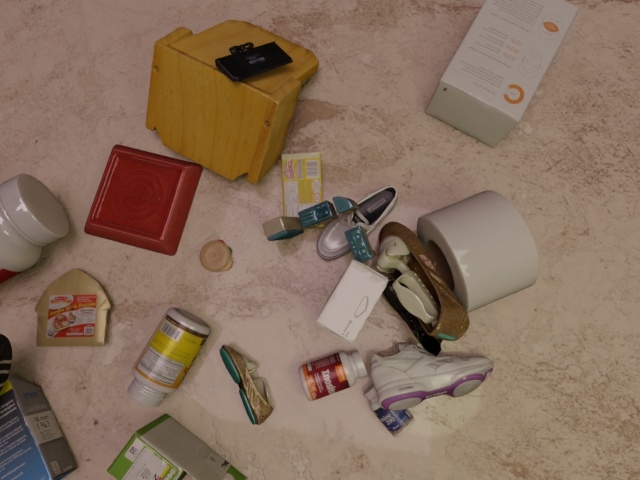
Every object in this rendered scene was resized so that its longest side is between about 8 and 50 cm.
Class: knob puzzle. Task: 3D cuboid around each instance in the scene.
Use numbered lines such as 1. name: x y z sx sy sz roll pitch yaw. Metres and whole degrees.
1. knob puzzle: -0.622 0.169 1.100 0.213 0.030 0.213 0 81 2

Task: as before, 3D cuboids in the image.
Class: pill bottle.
1. pill bottle: 0.159 0.396 1.026 0.067 0.067 0.120 -40 82 -6
2. pill bottle: -0.363 0.277 1.032 0.117 0.117 0.215 29 82 6
3. pill bottle: -0.841 0.011 1.030 0.407 0.229 0.229 -29 81 -3
4. pill bottle: 0.030 0.317 1.033 0.152 0.086 0.086 -20 80 -2

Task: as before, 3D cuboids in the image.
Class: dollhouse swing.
1. dollhouse swing: -0.217 -0.387 1.167 0.346 0.305 0.315 27 122 8

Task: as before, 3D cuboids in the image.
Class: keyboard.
1. keyboard: -0.163 -0.432 1.031 0.180 0.023 0.108 -33 73 -32

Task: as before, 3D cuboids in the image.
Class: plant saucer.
1. plant saucer: -0.472 -0.115 1.138 0.258 0.048 0.259 14 80 3

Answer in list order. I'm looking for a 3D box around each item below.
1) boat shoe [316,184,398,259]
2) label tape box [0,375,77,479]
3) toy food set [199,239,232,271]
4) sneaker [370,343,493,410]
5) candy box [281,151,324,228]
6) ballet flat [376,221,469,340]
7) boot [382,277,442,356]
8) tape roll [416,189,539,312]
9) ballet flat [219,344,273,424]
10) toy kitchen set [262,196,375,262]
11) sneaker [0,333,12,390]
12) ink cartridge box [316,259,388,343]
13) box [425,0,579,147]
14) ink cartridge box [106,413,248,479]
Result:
1. boat shoe: 0.091 -0.053 1.096 0.258 0.084 0.095 -44 82 -6
2. label tape box: -0.767 0.461 1.013 0.240 0.106 0.334 -32 78 -4
3. toy food set: -0.271 0.039 1.120 0.083 0.020 0.083 -6 80 0
4. sneaker: 0.262 0.294 1.017 0.305 0.114 0.152 -5 44 -16
5. candy box: -0.047 -0.131 1.142 0.105 0.027 0.206 -3 80 5
6. ballet flat: 0.202 0.082 0.993 0.124 0.116 0.342 1 48 -37
7. boot: 0.218 0.175 1.021 0.198 0.137 0.077 41 105 9
8. tape roll: 0.351 0.027 0.998 0.169 0.246 0.246 -23 81 -3
9. ballet flat: -0.176 0.340 1.053 0.067 0.073 0.206 -22 82 -30
10. toy kitchen set: 0.000 0.000 1.019 0.207 0.122 0.166 -22 85 18
11. sneaker: -0.795 0.333 0.935 0.162 0.106 0.281 9 79 7
12. ink cartridge box: 0.067 0.141 0.995 0.092 0.219 0.160 30 82 6
13. box: 0.459 -0.459 1.118 0.215 0.168 0.345 30 81 6
14. ink cartridge box: -0.302 0.514 0.953 0.255 0.189 0.097 35 82 6
